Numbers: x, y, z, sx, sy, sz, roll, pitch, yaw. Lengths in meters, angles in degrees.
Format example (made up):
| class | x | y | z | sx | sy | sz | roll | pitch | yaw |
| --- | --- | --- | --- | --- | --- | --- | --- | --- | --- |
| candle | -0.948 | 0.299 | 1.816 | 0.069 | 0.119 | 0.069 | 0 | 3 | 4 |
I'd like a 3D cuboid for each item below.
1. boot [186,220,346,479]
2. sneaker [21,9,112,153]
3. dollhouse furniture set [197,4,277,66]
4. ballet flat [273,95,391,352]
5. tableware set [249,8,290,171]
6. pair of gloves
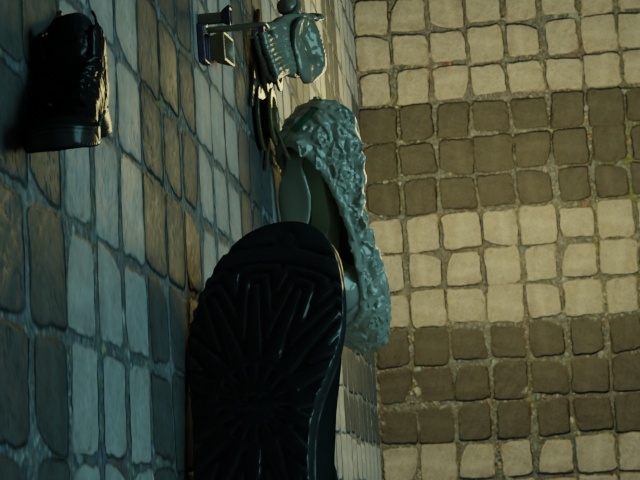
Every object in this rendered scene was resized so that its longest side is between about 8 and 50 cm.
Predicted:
| class | x | y | z | sx | sy | sz | roll | pitch | yaw |
| --- | --- | --- | --- | --- | --- | --- | --- | --- | --- |
| boot | -0.019 | 0.231 | 1.662 | 0.445 | 0.146 | 0.367 | 63 | 33 | -64 |
| sneaker | -0.168 | -0.109 | 1.067 | 0.170 | 0.051 | 0.089 | -82 | 167 | -81 |
| dollhouse furniture set | -0.083 | -0.232 | 1.730 | 0.114 | 0.081 | 0.091 | 19 | 67 | -83 |
| ballet flat | 0.000 | 0.000 | 2.241 | 0.147 | 0.147 | 0.409 | -82 | 163 | -62 |
| tableware set | -0.059 | -0.196 | 2.095 | 0.128 | 0.039 | 0.194 | 79 | 9 | -46 |
| pair of gloves | -0.045 | -0.320 | 2.080 | 0.204 | 0.042 | 0.240 | -15 | 93 | -70 |
